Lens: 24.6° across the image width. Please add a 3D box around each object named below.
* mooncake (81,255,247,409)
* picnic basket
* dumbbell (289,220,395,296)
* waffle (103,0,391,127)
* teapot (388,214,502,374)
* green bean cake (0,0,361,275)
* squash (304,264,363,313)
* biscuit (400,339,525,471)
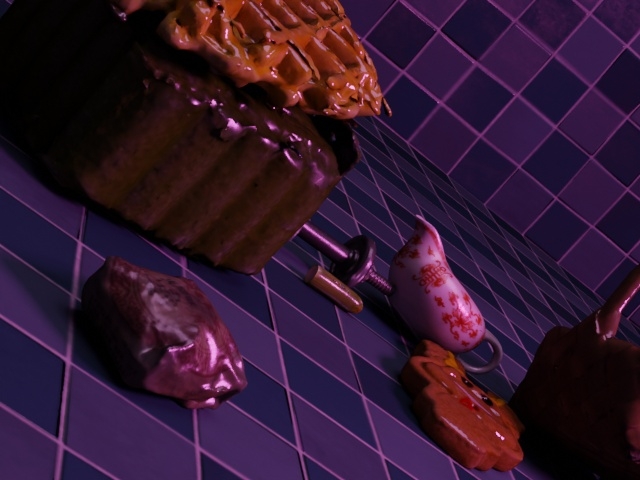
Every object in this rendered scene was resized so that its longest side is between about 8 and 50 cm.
[{"bbox_3d":[-0.128,0.075,1.208,0.125,0.073,0.130,50,17,29],"label":"mooncake"},{"bbox_3d":[0.450,0.166,1.916,0.293,0.337,0.337,35,13,-28],"label":"picnic basket"},{"bbox_3d":[0.000,0.000,1.845,0.254,0.081,0.081,36,13,-26],"label":"dumbbell"},{"bbox_3d":[-0.094,-0.265,1.531,0.380,0.095,0.382,22,29,-42],"label":"waffle"},{"bbox_3d":[0.160,0.087,1.944,0.245,0.116,0.159,52,-13,-29],"label":"teapot"},{"bbox_3d":[-0.158,-0.148,1.562,0.319,0.218,0.335,27,16,-48],"label":"green bean cake"},{"bbox_3d":[0.019,0.062,1.806,0.083,0.027,0.027,36,13,-25],"label":"squash"},{"bbox_3d":[0.175,0.201,1.768,0.186,0.044,0.295,39,12,-1],"label":"biscuit"}]
